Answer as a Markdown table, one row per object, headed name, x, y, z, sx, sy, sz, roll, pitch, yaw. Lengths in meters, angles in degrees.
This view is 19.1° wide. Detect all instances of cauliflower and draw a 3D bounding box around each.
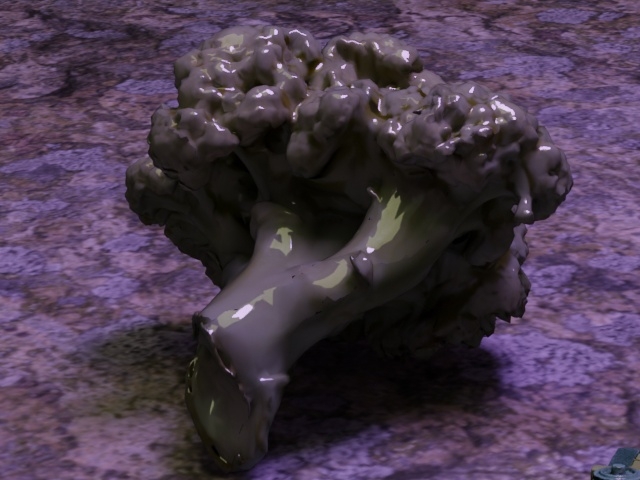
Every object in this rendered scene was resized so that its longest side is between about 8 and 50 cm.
| name | x | y | z | sx | sy | sz | roll | pitch | yaw |
| --- | --- | --- | --- | --- | --- | --- | --- | --- | --- |
| cauliflower | 0.000 | -0.021 | 1.239 | 0.327 | 0.260 | 0.281 | -17 | 6 | 31 |

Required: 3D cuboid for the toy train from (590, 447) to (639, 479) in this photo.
| name | x | y | z | sx | sy | sz | roll | pitch | yaw |
| --- | --- | --- | --- | --- | --- | --- | --- | --- | --- |
| toy train | 0.201 | 0.143 | 1.054 | 0.122 | 0.050 | 0.081 | 4 | 16 | 21 |
